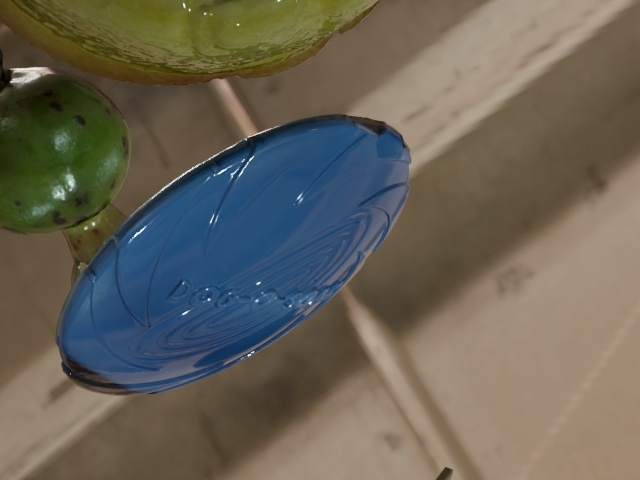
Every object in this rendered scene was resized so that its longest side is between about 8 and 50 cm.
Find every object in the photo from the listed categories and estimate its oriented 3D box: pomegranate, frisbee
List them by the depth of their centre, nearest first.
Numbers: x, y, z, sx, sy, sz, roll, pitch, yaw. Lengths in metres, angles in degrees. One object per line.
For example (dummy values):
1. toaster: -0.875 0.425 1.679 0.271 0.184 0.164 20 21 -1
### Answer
1. frisbee: -0.042 0.021 1.164 0.242 0.242 0.045 -34 -116 -3
2. pomegranate: -0.218 -0.060 1.693 0.156 0.220 0.156 -20 -127 29

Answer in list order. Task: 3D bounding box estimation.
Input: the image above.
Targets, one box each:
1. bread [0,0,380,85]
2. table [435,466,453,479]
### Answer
1. bread: -0.061 -0.209 0.943 0.270 0.270 0.148 -40 -172 -11
2. table: 0.077 0.278 1.698 0.167 0.167 0.227 -21 180 13
